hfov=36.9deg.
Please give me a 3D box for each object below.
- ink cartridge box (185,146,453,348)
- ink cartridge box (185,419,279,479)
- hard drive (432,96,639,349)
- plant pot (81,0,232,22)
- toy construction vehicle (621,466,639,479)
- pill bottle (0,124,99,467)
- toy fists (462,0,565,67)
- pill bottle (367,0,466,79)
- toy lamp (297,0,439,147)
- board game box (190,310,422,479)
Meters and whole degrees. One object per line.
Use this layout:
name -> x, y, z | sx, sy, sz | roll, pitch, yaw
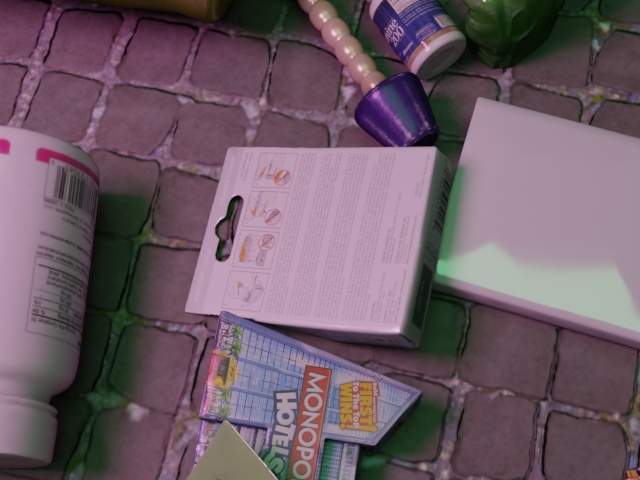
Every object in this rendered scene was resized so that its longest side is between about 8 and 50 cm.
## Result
ink cartridge box -> 0.000, 0.000, 0.932 | 0.232, 0.066, 0.189 | 1, 68, 31
ink cartridge box -> -0.052, 0.288, 0.767 | 0.235, 0.056, 0.171 | 43, 117, 20
hard drive -> 0.275, -0.008, 0.927 | 0.307, 0.040, 0.203 | 16, 72, 8
plant pot -> -0.224, -0.387, 0.941 | 0.353, 0.366, 0.366 | 21, 72, -3
toy construction vehicle -> 0.298, 0.240, 0.847 | 0.098, 0.035, 0.086 | -23, 82, -3
pill bottle -> -0.294, 0.054, 0.864 | 0.160, 0.160, 0.283 | 1, 70, 3
toy fists -> 0.249, -0.304, 0.979 | 0.279, 0.142, 0.096 | -40, 74, -12
pill bottle -> 0.093, -0.232, 0.999 | 0.067, 0.067, 0.120 | -31, 72, -8
toy lamp -> 0.027, -0.201, 0.985 | 0.080, 0.080, 0.275 | -31, 73, -9
board game box -> -0.011, 0.175, 0.864 | 0.194, 0.060, 0.194 | 7, 71, 6
